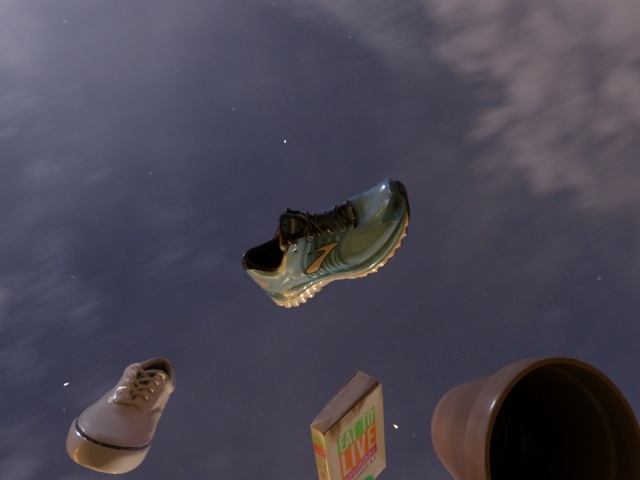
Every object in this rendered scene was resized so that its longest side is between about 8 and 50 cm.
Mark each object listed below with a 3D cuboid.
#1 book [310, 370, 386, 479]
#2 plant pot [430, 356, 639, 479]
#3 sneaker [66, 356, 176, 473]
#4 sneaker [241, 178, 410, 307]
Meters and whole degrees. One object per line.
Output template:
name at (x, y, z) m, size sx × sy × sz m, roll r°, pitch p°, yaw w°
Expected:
book at (0.034, 0.239, 0.522) m, size 0.096 × 0.035 × 0.144 m, roll -31°, pitch -56°, yaw -40°
plant pot at (0.360, 0.381, 0.846) m, size 0.324 × 0.280 × 0.322 m, roll 4°, pitch -104°, yaw -16°
sneaker at (-0.245, 0.206, 0.582) m, size 0.094 × 0.258 × 0.091 m, roll 23°, pitch -97°, yaw -11°
sneaker at (0.000, 0.000, 0.374) m, size 0.162 × 0.063 × 0.073 m, roll -34°, pitch -49°, yaw 23°
